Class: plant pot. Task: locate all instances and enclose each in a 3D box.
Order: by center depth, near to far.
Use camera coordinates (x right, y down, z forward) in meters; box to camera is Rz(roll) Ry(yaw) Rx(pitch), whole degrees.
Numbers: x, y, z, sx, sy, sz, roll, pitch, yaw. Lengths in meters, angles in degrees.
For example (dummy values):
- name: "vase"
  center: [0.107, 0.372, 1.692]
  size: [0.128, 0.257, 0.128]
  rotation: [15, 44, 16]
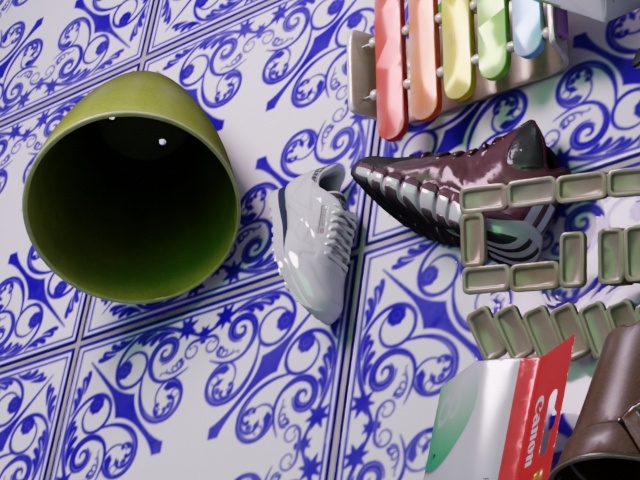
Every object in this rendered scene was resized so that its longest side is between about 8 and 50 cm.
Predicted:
- name: "plant pot"
  center: [0.305, 0.172, 1.633]
  size: [0.167, 0.167, 0.165]
  rotation: [-13, 45, 40]
- name: "plant pot"
  center: [-0.243, -0.108, 2.363]
  size: [0.275, 0.275, 0.293]
  rotation: [-39, 24, 17]

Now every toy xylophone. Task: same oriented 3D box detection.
- name: "toy xylophone"
  center: [0.170, -0.259, 2.137]
  size: [0.323, 0.081, 0.236]
  rotation: [-25, 59, 33]

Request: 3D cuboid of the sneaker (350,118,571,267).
- name: "sneaker"
  center: [0.174, -0.077, 2.021]
  size: [0.281, 0.106, 0.162]
  rotation: [25, 75, 41]

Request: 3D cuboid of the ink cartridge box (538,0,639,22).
- name: "ink cartridge box"
  center: [0.338, -0.328, 1.957]
  size: [0.212, 0.093, 0.154]
  rotation: [-23, 30, -26]

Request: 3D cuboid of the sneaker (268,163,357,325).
- name: "sneaker"
  center: [0.000, 0.000, 2.145]
  size: [0.095, 0.090, 0.235]
  rotation: [-28, 44, 15]

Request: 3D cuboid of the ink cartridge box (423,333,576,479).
- name: "ink cartridge box"
  center: [0.167, 0.198, 1.755]
  size: [0.224, 0.056, 0.181]
  rotation: [128, 159, -60]

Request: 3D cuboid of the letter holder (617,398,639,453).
- name: "letter holder"
  center: [0.419, 0.184, 1.378]
  size: [0.214, 0.302, 0.152]
  rotation: [-41, 39, 14]

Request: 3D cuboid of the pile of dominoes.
- name: "pile of dominoes"
  center: [0.262, 0.030, 1.844]
  size: [0.251, 0.040, 0.196]
  rotation: [-6, 80, 35]

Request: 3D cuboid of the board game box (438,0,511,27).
- name: "board game box"
  center: [0.244, -0.341, 2.195]
  size: [0.259, 0.039, 0.124]
  rotation: [-18, 49, 34]

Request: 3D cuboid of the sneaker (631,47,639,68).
- name: "sneaker"
  center: [0.385, -0.232, 1.810]
  size: [0.101, 0.268, 0.153]
  rotation: [29, 91, 20]
